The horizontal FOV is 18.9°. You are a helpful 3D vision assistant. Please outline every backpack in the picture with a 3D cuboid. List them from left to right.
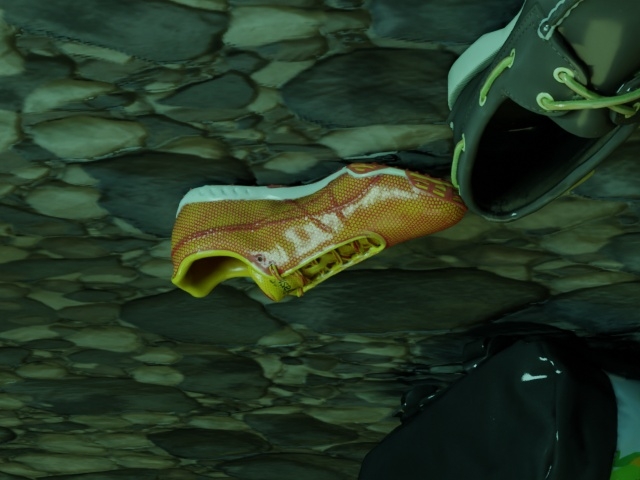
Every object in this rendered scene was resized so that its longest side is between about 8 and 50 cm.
[{"bbox_3d":[0.249,0.204,1.340,0.355,0.273,0.290,0,157,-28],"label":"backpack"}]

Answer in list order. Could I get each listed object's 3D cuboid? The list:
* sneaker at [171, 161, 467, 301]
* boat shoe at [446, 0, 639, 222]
[{"bbox_3d":[0.000,0.000,1.032,0.175,0.067,0.064,-11,154,29],"label":"sneaker"},{"bbox_3d":[0.112,-0.073,0.813,0.081,0.068,0.228,7,159,-12],"label":"boat shoe"}]
